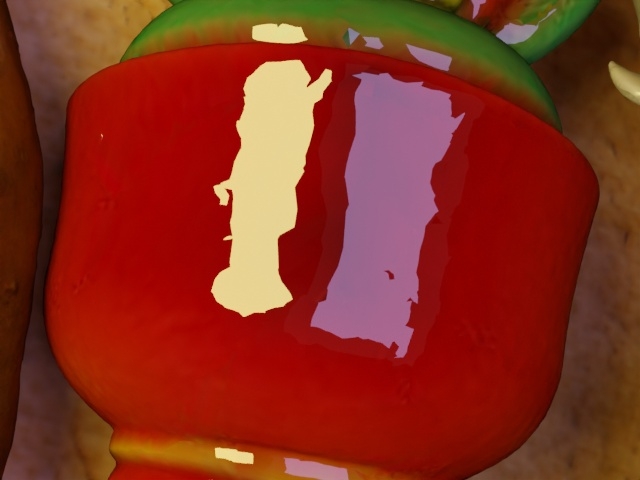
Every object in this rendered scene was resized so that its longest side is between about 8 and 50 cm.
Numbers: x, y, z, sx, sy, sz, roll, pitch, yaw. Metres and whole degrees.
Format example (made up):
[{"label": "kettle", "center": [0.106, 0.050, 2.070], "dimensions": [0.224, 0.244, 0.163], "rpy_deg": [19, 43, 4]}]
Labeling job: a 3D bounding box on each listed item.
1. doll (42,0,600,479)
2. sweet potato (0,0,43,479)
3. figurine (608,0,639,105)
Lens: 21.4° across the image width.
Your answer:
[{"label": "doll", "center": [0.000, 0.000, 0.570], "dimensions": [0.183, 0.160, 0.363], "rpy_deg": [11, 81, -8]}, {"label": "sweet potato", "center": [-0.145, 0.026, 0.533], "dimensions": [0.112, 0.112, 0.359], "rpy_deg": [7, 85, -24]}, {"label": "figurine", "center": [0.269, -0.088, 0.695], "dimensions": [0.227, 0.274, 0.394], "rpy_deg": [-37, 132, 20]}]
